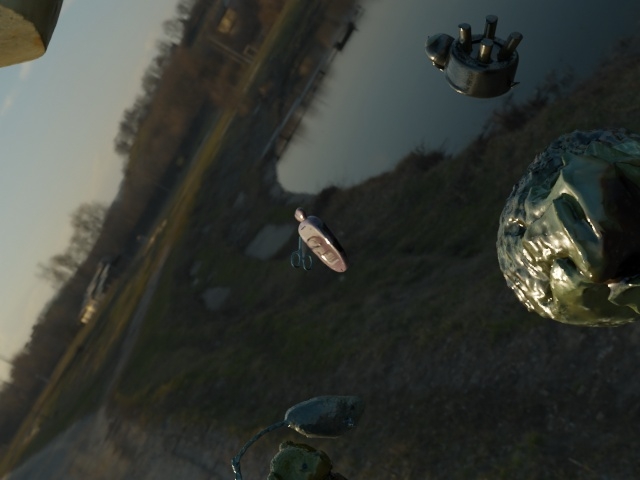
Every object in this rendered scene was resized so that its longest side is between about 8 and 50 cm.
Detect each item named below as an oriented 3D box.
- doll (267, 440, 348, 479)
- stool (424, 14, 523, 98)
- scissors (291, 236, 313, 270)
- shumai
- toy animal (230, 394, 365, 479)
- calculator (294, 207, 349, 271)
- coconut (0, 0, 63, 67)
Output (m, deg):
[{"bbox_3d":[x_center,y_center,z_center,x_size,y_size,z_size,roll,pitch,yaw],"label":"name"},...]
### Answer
[{"bbox_3d":[0.018,0.394,1.294,0.097,0.209,0.137,-65,-4,17],"label":"doll"},{"bbox_3d":[0.341,-0.413,1.800,0.139,0.228,0.153,94,-167,-45],"label":"stool"},{"bbox_3d":[-0.038,0.006,1.767,0.014,0.058,0.119,-17,64,52],"label":"scissors"},{"bbox_3d":[0.471,-0.040,1.351,0.395,0.395,0.348,-61,-21,1],"label":"shumai"},{"bbox_3d":[-0.041,0.323,1.380,0.070,0.253,0.079,92,155,-65],"label":"toy animal"},{"bbox_3d":[0.000,0.000,1.703,0.024,0.166,0.103,-41,1,-25],"label":"calculator"},{"bbox_3d":[-0.514,-0.384,1.152,0.323,0.323,0.323,-57,12,19],"label":"coconut"}]
